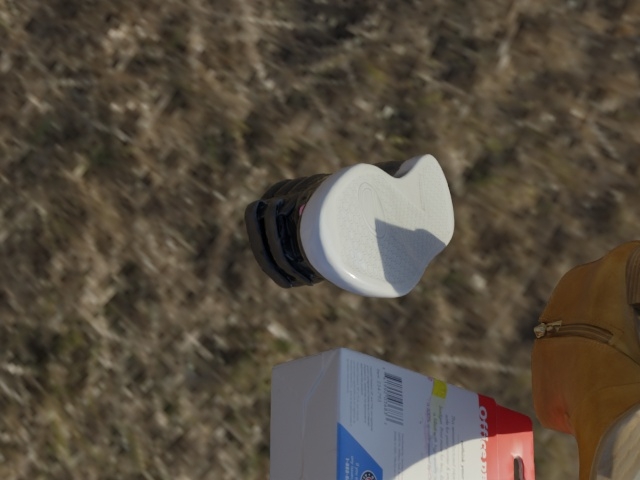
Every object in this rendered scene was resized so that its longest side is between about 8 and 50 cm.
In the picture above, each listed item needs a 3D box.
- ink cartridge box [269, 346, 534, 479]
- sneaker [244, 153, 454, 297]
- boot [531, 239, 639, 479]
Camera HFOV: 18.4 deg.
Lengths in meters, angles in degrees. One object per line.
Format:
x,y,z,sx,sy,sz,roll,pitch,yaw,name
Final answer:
0.068,0.178,1.535,0.231,0.078,0.134,22,59,-41,ink cartridge box
0.000,0.000,1.531,0.147,0.296,0.105,-15,94,19,sneaker
0.225,0.141,1.546,0.104,0.211,0.295,21,71,-16,boot
